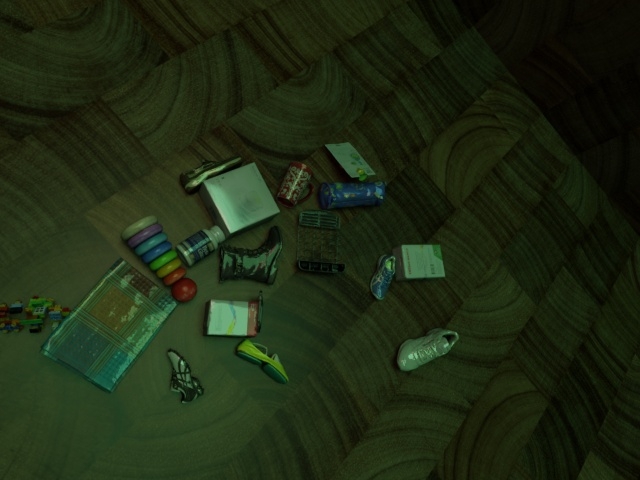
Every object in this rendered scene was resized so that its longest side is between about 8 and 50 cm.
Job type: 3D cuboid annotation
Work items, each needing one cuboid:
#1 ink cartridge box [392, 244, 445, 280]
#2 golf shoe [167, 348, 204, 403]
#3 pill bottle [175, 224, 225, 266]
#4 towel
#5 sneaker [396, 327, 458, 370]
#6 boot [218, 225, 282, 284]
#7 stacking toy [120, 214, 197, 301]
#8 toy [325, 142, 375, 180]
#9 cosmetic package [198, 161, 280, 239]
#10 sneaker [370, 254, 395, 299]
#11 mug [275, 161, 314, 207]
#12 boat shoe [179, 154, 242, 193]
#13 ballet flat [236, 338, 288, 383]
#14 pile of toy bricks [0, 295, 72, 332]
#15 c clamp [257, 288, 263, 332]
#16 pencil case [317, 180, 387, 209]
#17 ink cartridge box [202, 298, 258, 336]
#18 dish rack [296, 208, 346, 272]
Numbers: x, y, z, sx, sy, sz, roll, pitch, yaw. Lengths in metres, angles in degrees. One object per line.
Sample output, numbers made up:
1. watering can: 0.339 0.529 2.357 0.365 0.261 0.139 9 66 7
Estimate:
1. ink cartridge box: 0.444 0.102 1.992 0.213 0.093 0.154 0 76 -24
2. golf shoe: -0.487 0.469 1.509 0.094 0.077 0.198 -32 89 -26
3. pill bottle: -0.445 0.015 1.634 0.169 0.094 0.094 -37 92 -26
4. towel: -0.682 0.281 1.452 0.271 0.040 0.370 47 62 -28
5. sneaker: 0.458 0.458 1.873 0.305 0.152 0.114 -26 90 -25
6. boot: -0.275 0.047 1.701 0.229 0.091 0.262 13 74 -20
7. stacking toy: -0.560 0.080 1.558 0.141 0.141 0.330 -35 97 -26
8. toy: 0.127 -0.350 1.974 0.137 0.056 0.237 -13 50 -32
9. cosmetic package: -0.317 -0.151 1.710 0.225 0.138 0.224 -27 88 -28
10. sneaker: 0.275 0.156 1.912 0.080 0.081 0.211 20 71 -19
11. mug: -0.097 -0.222 1.838 0.150 0.113 0.169 29 70 -12
12. boat shoe: -0.432 -0.284 1.721 0.257 0.095 0.095 -33 85 -26
13. ballet flat: -0.204 0.447 1.641 0.231 0.077 0.077 35 49 -9
14. pile of toy bricks: -0.908 0.220 1.393 0.212 0.118 0.105 -2 41 -14
15. c clamp: -0.230 0.266 1.644 0.022 0.137 0.160 3 80 -4
16. pencil case: 0.144 -0.200 1.924 0.306 0.133 0.119 -5 112 -23
17. ink cartridge box: -0.330 0.287 1.594 0.176 0.128 0.127 7 74 -22
18. dish rack: 0.000 0.000 1.834 0.208 0.074 0.271 6 79 -22
